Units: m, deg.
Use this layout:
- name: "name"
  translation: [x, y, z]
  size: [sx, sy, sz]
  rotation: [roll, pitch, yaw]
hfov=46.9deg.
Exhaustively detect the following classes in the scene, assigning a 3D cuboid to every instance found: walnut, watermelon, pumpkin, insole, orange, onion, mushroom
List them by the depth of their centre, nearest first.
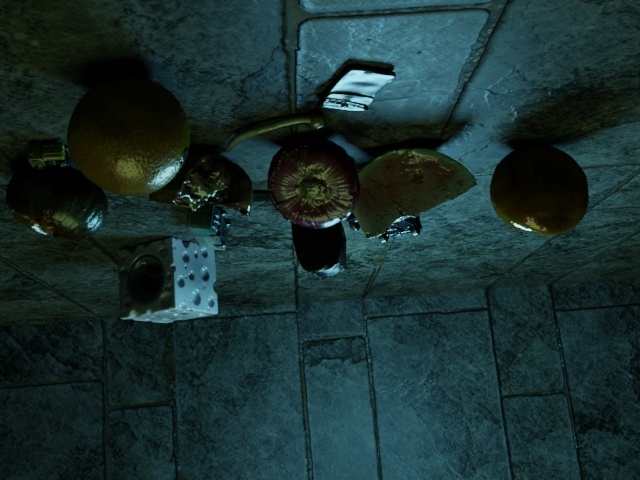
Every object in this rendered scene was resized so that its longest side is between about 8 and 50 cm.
- name: "orange"
  translation: [-0.346, -0.189, 1.348]
  size: [0.236, 0.236, 0.236]
  rotation: [-5, 166, -1]
- name: "mushroom"
  translation: [-0.129, -0.233, 1.616]
  size: [0.306, 0.043, 0.068]
  rotation: [-11, 145, 28]
- name: "pumpkin"
  translation: [-0.612, -0.095, 1.730]
  size: [0.238, 0.159, 0.238]
  rotation: [16, 165, 4]
- name: "walnut"
  translation: [-0.282, -0.136, 1.738]
  size: [0.238, 0.141, 0.204]
  rotation: [8, 178, -27]
- name: "onion"
  translation: [-0.014, -0.143, 1.747]
  size: [0.230, 0.229, 0.163]
  rotation: [-6, -157, 6]
- name: "watermelon"
  translation: [0.222, -0.128, 1.833]
  size: [0.305, 0.180, 0.224]
  rotation: [-25, 148, 8]
- name: "orange"
  translation: [0.546, -0.110, 1.867]
  size: [0.249, 0.249, 0.183]
  rotation: [-1, 148, -13]
- name: "insole"
  translation: [-0.291, -0.118, 2.042]
  size: [0.310, 0.012, 0.110]
  rotation: [-3, 165, -7]

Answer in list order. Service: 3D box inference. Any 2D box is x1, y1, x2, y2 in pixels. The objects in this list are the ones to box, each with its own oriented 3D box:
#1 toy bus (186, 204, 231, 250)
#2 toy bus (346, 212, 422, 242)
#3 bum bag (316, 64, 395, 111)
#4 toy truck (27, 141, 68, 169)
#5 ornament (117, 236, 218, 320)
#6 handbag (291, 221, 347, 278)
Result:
- name: "toy bus"
  translation: [-0.330, -0.037, 2.208]
  size: [0.109, 0.091, 0.261]
  rotation: [6, 164, 1]
- name: "toy bus"
  translation: [0.182, -0.083, 2.097]
  size: [0.126, 0.133, 0.292]
  rotation: [-12, 165, 27]
- name: "bum bag"
  translation: [0.070, -0.295, 1.453]
  size: [0.109, 0.026, 0.159]
  rotation: [2, 164, -23]
- name: "toy truck"
  translation: [-0.594, -0.187, 1.604]
  size: [0.083, 0.049, 0.054]
  rotation: [-4, 164, -6]
- name: "ornament"
  translation: [-0.520, 0.143, 2.521]
  size: [0.240, 0.239, 0.240]
  rotation: [-12, 164, 27]
- name: "handbag"
  translation: [0.000, 0.000, 2.207]
  size: [0.155, 0.215, 0.169]
  rotation: [-15, 168, 6]
